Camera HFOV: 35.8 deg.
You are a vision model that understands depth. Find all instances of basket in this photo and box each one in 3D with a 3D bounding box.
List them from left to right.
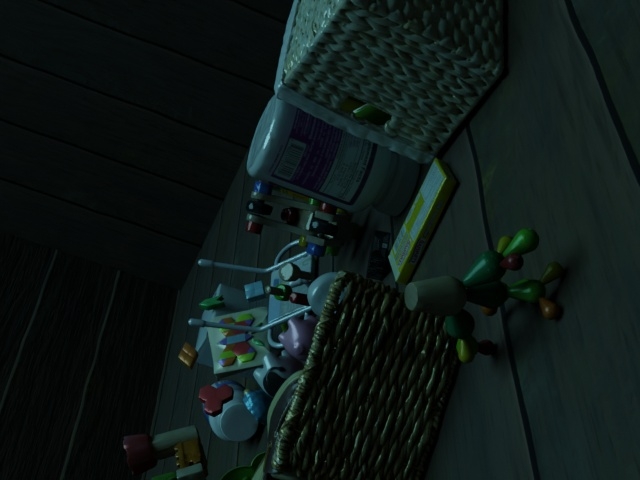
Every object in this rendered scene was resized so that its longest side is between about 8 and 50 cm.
[{"bbox_3d":[0.050,0.207,1.462,0.213,0.223,0.299,180,108,-75],"label":"basket"},{"bbox_3d":[0.132,-0.375,1.744,0.266,0.328,0.331,-49,25,46],"label":"basket"}]

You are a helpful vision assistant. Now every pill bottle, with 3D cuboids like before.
[{"bbox_3d":[-0.214,0.416,2.389,0.221,0.124,0.124,-165,94,-77],"label":"pill bottle"},{"bbox_3d":[0.027,-0.152,1.866,0.169,0.301,0.169,-160,90,-75],"label":"pill bottle"}]

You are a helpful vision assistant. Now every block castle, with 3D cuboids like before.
[{"bbox_3d":[-0.298,0.608,1.963,0.453,0.212,0.303,-118,14,-64],"label":"block castle"}]

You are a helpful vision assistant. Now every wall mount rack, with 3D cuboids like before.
[{"bbox_3d":[-0.137,0.101,2.293,0.304,0.130,0.350,-24,35,20],"label":"wall mount rack"}]

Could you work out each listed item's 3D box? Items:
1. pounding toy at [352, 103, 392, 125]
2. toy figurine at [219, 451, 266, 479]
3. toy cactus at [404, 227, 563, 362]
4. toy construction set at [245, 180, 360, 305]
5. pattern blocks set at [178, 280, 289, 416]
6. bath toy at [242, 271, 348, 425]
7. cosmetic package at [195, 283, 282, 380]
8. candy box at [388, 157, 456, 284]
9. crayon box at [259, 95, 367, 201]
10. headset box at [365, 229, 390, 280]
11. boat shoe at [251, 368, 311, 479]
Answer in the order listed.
[{"bbox_3d":[0.109,-0.216,2.018,0.236,0.110,0.183,-25,0,21],"label":"pounding toy"},{"bbox_3d":[-0.152,0.532,2.065,0.173,0.130,0.159,-53,-5,-26],"label":"toy figurine"},{"bbox_3d":[0.192,0.077,1.220,0.219,0.180,0.112,118,144,-48],"label":"toy cactus"},{"bbox_3d":[0.000,0.000,2.108,0.257,0.237,0.309,-15,70,38],"label":"toy construction set"},{"bbox_3d":[-0.187,0.234,2.281,0.026,0.285,0.325,73,171,-46],"label":"pattern blocks set"},{"bbox_3d":[-0.009,0.219,1.879,0.129,0.151,0.348,47,121,32],"label":"bath toy"},{"bbox_3d":[-0.201,0.230,2.462,0.151,0.183,0.151,123,162,-44],"label":"cosmetic package"},{"bbox_3d":[0.174,-0.034,1.716,0.105,0.027,0.206,-104,35,-65],"label":"candy box"},{"bbox_3d":[0.009,-0.230,2.253,0.081,0.202,0.319,-89,22,-50],"label":"crayon box"},{"bbox_3d":[0.107,0.030,1.841,0.083,0.032,0.062,100,-178,-58],"label":"headset box"},{"bbox_3d":[-0.047,0.399,1.811,0.123,0.123,0.342,-117,44,-60],"label":"boat shoe"}]
